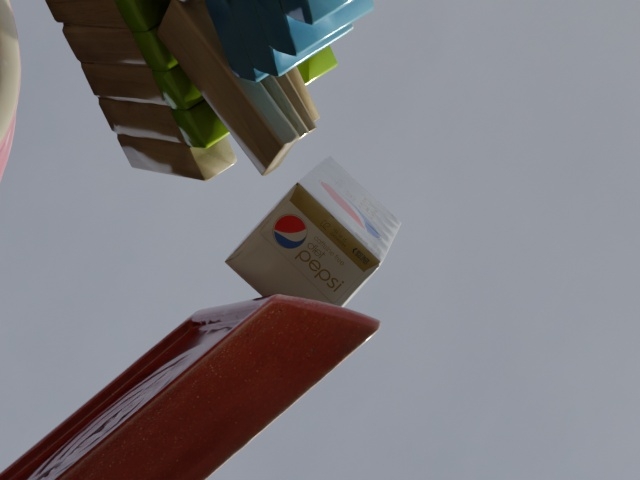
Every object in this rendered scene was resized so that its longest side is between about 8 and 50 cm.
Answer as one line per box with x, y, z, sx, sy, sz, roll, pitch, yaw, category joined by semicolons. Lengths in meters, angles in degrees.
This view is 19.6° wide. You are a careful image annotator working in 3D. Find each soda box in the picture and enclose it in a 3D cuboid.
0.000;0.000;1.207;0.074;0.216;0.069;43;-81;-1;soda box

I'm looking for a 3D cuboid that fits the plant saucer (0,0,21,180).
-0.301;-0.136;1.130;0.084;0.332;0.332;-23;-81;32;plant saucer

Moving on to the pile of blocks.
-0.013;-0.129;0.808;0.149;0.112;0.362;55;-23;2;pile of blocks

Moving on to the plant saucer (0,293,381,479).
-0.109;0.114;1.018;0.258;0.259;0.048;-40;-83;-15;plant saucer
